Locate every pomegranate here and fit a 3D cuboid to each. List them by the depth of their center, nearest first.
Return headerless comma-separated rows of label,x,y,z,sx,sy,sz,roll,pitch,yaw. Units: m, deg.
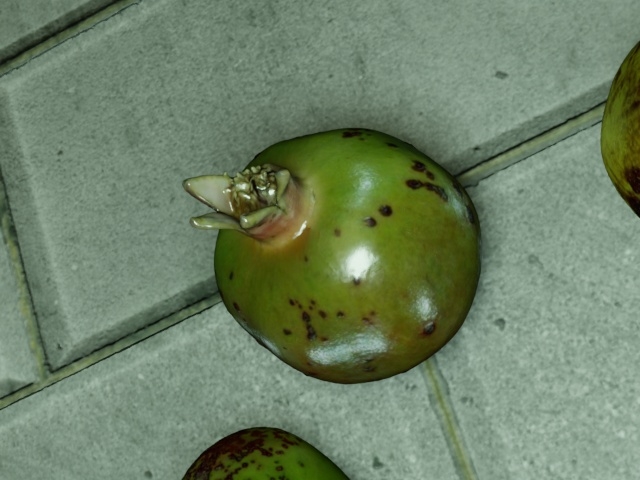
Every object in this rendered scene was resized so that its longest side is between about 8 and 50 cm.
pomegranate,-0.070,0.302,1.771,0.248,0.214,0.214,-23,56,54
pomegranate,0.005,-0.013,1.781,0.291,0.323,0.290,-31,30,21

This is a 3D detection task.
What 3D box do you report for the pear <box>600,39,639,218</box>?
pear,0.403,-0.108,1.658,0.284,0.283,0.283,-9,67,21
